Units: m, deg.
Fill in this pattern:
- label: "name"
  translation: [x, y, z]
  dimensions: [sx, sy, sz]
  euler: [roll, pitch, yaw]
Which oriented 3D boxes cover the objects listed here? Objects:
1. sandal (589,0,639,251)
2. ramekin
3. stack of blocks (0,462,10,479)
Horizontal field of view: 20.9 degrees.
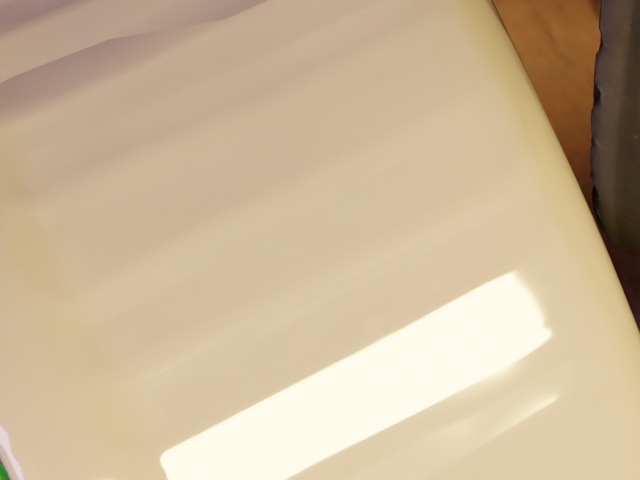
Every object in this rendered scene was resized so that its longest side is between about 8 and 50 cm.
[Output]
- label: "sandal"
  translation: [0.124, -0.159, 0.302]
  dimensions: [0.107, 0.167, 0.445]
  euler: [17, 133, 14]
- label: "ramekin"
  translation: [-0.011, -0.008, 0.482]
  dimensions: [0.277, 0.135, 0.277]
  euler: [-25, -90, -87]
- label: "stack of blocks"
  translation: [-0.097, 0.222, 0.829]
  dimensions: [0.087, 0.171, 0.297]
  euler: [-20, 104, 52]
